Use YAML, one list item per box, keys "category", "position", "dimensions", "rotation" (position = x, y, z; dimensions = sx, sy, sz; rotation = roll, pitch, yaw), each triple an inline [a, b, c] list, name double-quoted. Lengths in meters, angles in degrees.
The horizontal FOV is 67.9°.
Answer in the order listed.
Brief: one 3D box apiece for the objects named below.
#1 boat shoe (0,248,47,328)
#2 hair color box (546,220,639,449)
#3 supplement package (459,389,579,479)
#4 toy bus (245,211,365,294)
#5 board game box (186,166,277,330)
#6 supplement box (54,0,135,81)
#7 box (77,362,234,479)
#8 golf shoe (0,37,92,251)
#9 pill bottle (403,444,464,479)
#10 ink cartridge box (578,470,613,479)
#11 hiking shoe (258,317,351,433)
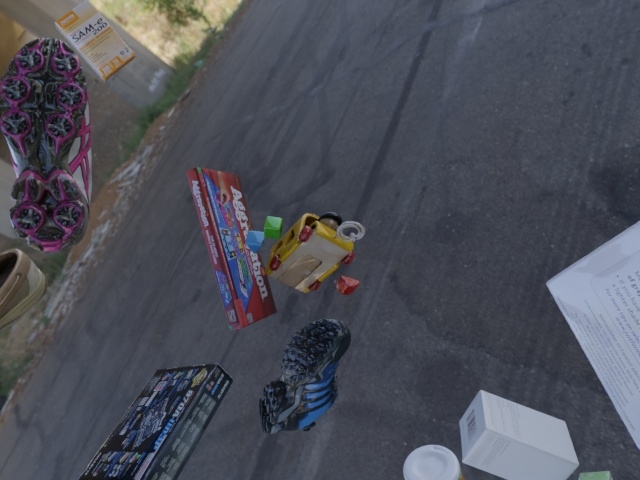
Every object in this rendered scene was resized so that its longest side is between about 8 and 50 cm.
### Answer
- category: "boat shoe"
  position: [-0.651, 0.151, 0.829]
  dimensions: [0.341, 0.122, 0.110]
  rotation: [-56, -16, -32]
- category: "hair color box"
  position: [0.359, 0.033, 0.363]
  dimensions: [0.338, 0.110, 0.185]
  rotation: [115, 140, -58]
- category: "supplement package"
  position: [0.375, 0.388, 0.916]
  dimensions: [0.105, 0.180, 0.105]
  rotation: [-65, -5, -62]
- category: "toy bus"
  position: [-0.011, 0.004, 0.843]
  dimensions: [0.203, 0.190, 0.104]
  rotation: [-2, 47, 12]
- category: "board game box"
  position: [-0.155, 0.011, 0.860]
  dimensions: [0.027, 0.145, 0.280]
  rotation: [-17, 87, 18]
- category: "supplement box"
  position: [-0.344, -0.305, 0.728]
  dimensions: [0.062, 0.098, 0.036]
  rotation: [-45, 25, -12]
- category: "box"
  position: [-0.263, 0.304, 0.772]
  dimensions: [0.175, 0.051, 0.220]
  rotation: [-16, 30, 34]
- category: "golf shoe"
  position: [-0.244, -0.084, 0.430]
  dimensions: [0.086, 0.068, 0.185]
  rotation: [-172, 84, -71]
- category: "pill bottle"
  position: [0.300, 0.648, 1.182]
  dimensions: [0.137, 0.245, 0.136]
  rotation: [-17, 20, 6]
- category: "ink cartridge box"
  position: [0.468, 0.504, 0.738]
  dimensions: [0.056, 0.171, 0.234]
  rotation: [-21, 71, 27]
- category: "hiking shoe"
  position: [-0.013, 0.272, 0.961]
  dimensions: [0.304, 0.132, 0.113]
  rotation: [-57, 35, 27]
